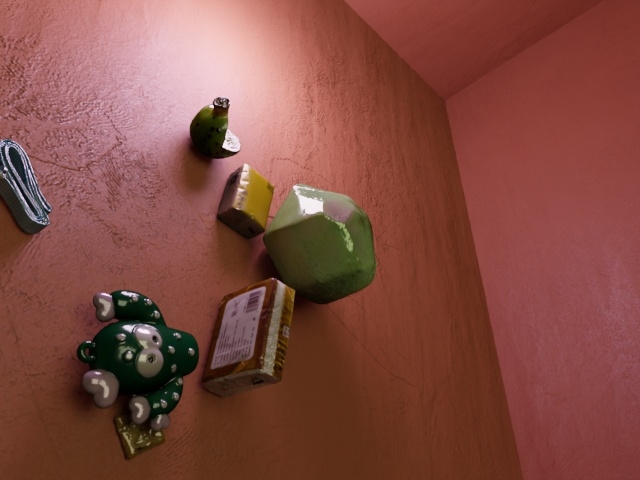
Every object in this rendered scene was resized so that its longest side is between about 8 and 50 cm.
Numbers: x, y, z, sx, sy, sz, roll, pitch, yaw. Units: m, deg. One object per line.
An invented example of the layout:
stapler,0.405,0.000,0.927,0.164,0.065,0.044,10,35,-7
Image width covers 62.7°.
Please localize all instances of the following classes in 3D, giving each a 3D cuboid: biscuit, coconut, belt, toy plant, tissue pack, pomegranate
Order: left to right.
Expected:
belt,-0.559,-0.096,0.949,0.179,0.065,0.100,61,25,0
toy plant,-0.336,0.214,0.972,0.243,0.113,0.232,42,34,-35
biscuit,-0.331,0.348,0.968,0.083,0.018,0.081,-8,73,-54
pomegranate,-0.280,-0.292,1.368,0.169,0.123,0.143,81,0,-58
tissue pack,-0.157,0.209,1.136,0.092,0.183,0.226,38,41,-36
tissue pack,-0.192,-0.104,1.393,0.120,0.082,0.169,38,41,-32
coconut,0.000,0.000,1.385,0.328,0.282,0.328,-23,90,-83
